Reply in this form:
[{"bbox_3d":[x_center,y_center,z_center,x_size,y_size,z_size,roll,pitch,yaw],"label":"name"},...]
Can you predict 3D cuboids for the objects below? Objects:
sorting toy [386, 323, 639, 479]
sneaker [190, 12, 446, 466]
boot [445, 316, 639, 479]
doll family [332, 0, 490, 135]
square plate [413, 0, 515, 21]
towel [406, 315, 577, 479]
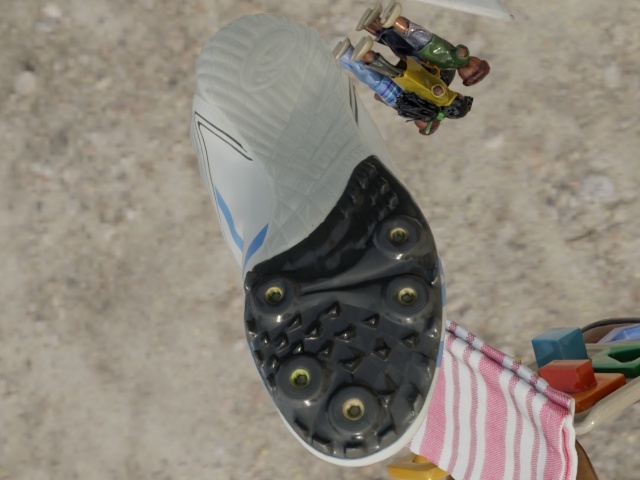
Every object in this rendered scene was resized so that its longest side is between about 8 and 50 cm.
[{"bbox_3d":[0.197,0.106,1.222,0.196,0.348,0.047,-12,99,50],"label":"sorting toy"},{"bbox_3d":[0.000,0.000,0.634,0.086,0.085,0.237,74,180,-47],"label":"sneaker"},{"bbox_3d":[0.236,0.168,1.406,0.264,0.280,0.096,-8,105,5],"label":"boot"},{"bbox_3d":[0.075,-0.135,1.229,0.076,0.111,0.193,-58,13,4],"label":"doll family"},{"bbox_3d":[-0.138,-0.179,0.660,0.344,0.347,0.049,31,109,54],"label":"square plate"},{"bbox_3d":[0.087,0.111,0.998,0.197,0.029,0.144,32,145,34],"label":"towel"}]
